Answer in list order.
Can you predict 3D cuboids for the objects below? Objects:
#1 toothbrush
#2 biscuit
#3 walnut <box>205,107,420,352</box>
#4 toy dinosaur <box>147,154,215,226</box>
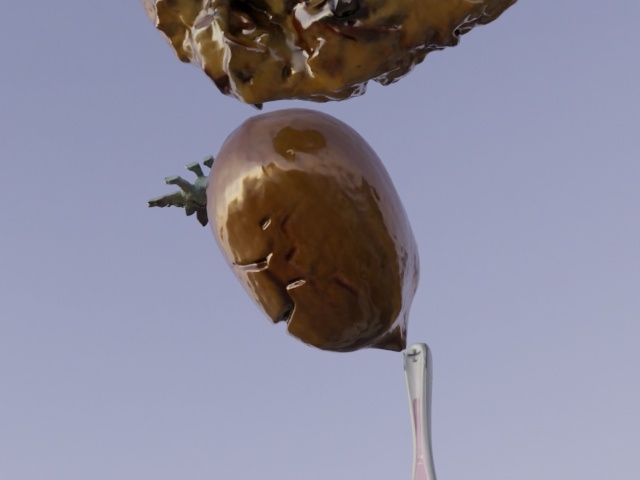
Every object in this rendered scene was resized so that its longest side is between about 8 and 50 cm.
[{"bbox_3d":[0.053,0.136,0.647,0.017,0.204,0.022,-13,-43,17],"label":"toothbrush"},{"bbox_3d":[0.011,-0.245,0.792,0.334,0.289,0.081,-39,-12,12],"label":"biscuit"},{"bbox_3d":[0.000,0.000,1.296,0.203,0.203,0.297,-34,-88,32],"label":"walnut"},{"bbox_3d":[-0.105,-0.069,1.467,0.209,0.039,0.082,-20,-58,-8],"label":"toy dinosaur"}]
